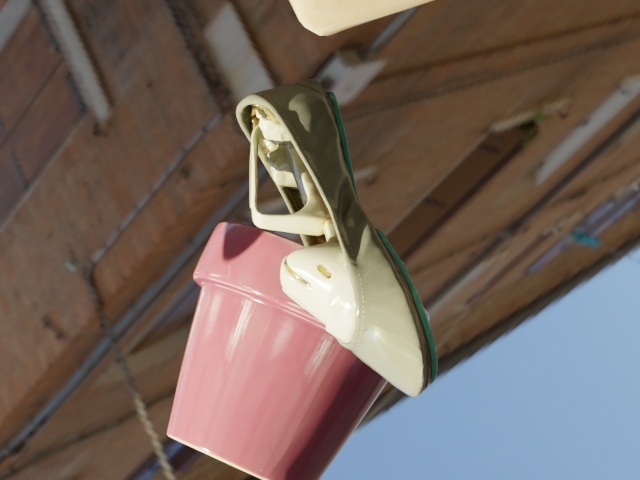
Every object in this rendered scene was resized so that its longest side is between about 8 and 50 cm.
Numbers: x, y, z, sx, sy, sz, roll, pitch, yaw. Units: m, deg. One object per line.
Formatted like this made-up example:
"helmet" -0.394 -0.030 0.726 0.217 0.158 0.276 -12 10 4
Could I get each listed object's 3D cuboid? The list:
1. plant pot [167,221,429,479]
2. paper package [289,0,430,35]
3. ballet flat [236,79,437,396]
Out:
"plant pot" -0.034 0.106 1.112 0.201 0.201 0.180 28 -100 -22
"paper package" 0.074 -0.310 0.649 0.168 0.310 0.324 -104 -4 -58
"ballet flat" 0.000 0.000 0.754 0.068 0.072 0.213 -9 -122 -17
